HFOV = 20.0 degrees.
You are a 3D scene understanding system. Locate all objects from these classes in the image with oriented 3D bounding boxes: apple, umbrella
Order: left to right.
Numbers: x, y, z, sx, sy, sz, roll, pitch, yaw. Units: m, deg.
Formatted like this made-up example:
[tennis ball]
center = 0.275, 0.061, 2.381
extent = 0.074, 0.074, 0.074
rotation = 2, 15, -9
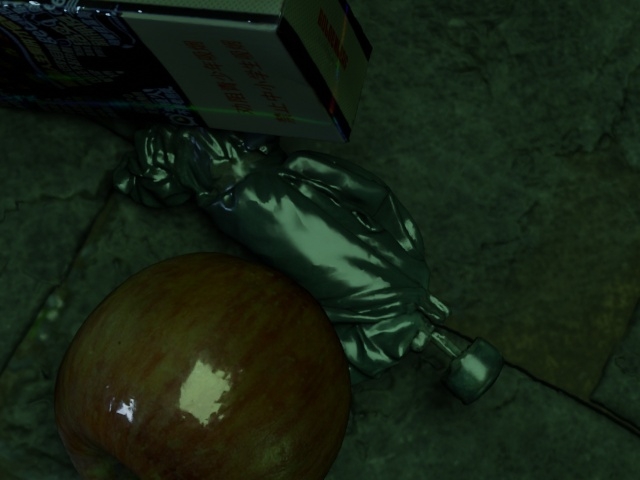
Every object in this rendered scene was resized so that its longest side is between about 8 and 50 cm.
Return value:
[apple]
center = -0.084, 0.117, 1.307
extent = 0.211, 0.211, 0.188
rotation = 49, 57, 1
[umbrella]
center = -0.002, 0.002, 1.418
extent = 0.349, 0.094, 0.143
rotation = 39, 88, 3

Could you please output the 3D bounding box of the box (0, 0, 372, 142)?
[box]
center = -0.135, -0.156, 1.302
extent = 0.310, 0.198, 0.084
rotation = 7, 73, 18
